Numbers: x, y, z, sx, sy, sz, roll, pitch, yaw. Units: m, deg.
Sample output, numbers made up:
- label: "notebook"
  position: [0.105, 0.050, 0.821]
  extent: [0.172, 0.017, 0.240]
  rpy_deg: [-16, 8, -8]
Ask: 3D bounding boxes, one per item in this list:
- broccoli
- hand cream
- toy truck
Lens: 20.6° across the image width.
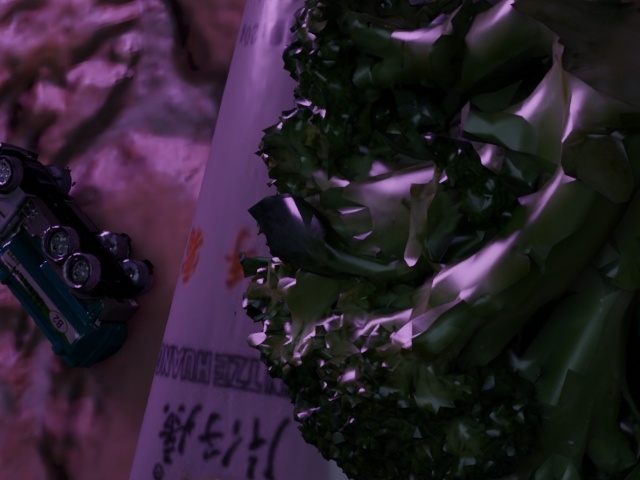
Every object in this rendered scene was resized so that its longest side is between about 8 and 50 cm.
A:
- label: "broccoli"
  position: [0.069, 0.003, 0.483]
  extent: [0.195, 0.156, 0.195]
  rpy_deg: [5, 39, -4]
- label: "hand cream"
  position: [0.000, 0.000, 0.600]
  extent: [0.139, 0.089, 0.314]
  rpy_deg: [1, 78, 45]
- label: "toy truck"
  position: [-0.100, 0.006, 0.655]
  extent: [0.044, 0.039, 0.083]
  rpy_deg: [-49, 66, 16]
